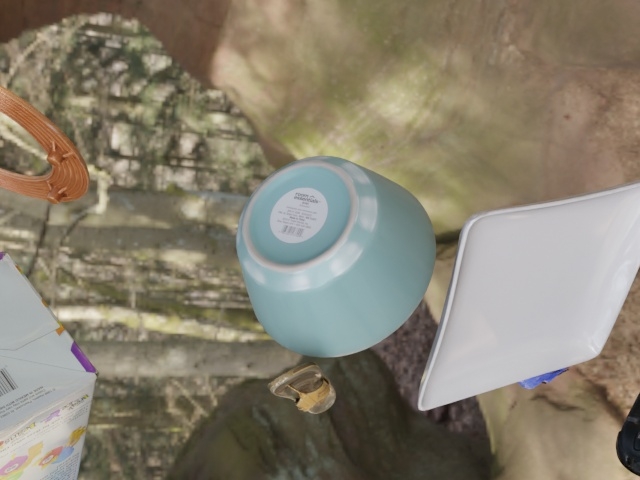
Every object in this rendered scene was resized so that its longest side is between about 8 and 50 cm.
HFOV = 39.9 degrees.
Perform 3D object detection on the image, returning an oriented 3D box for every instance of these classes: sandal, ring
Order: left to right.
[{"bbox_3d":[-0.495,-0.148,1.279,0.336,0.336,0.032,-36,29,61],"label":"ring"},{"bbox_3d":[-0.015,0.224,1.277,0.049,0.072,0.180,55,-178,32],"label":"sandal"}]

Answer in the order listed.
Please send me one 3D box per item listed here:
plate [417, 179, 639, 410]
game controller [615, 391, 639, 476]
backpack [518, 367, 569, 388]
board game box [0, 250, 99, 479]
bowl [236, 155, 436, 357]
[{"bbox_3d":[0.241,0.053,0.993,0.045,0.277,0.278,54,146,43],"label":"plate"},{"bbox_3d":[0.505,0.191,1.119,0.166,0.319,0.067,22,141,29],"label":"game controller"},{"bbox_3d":[0.412,0.225,1.674,0.120,0.101,0.098,-40,31,15],"label":"backpack"},{"bbox_3d":[-0.299,0.165,0.748,0.142,0.144,0.275,47,141,20],"label":"board game box"},{"bbox_3d":[0.000,0.000,1.299,0.163,0.311,0.312,49,-156,-55],"label":"bowl"}]
